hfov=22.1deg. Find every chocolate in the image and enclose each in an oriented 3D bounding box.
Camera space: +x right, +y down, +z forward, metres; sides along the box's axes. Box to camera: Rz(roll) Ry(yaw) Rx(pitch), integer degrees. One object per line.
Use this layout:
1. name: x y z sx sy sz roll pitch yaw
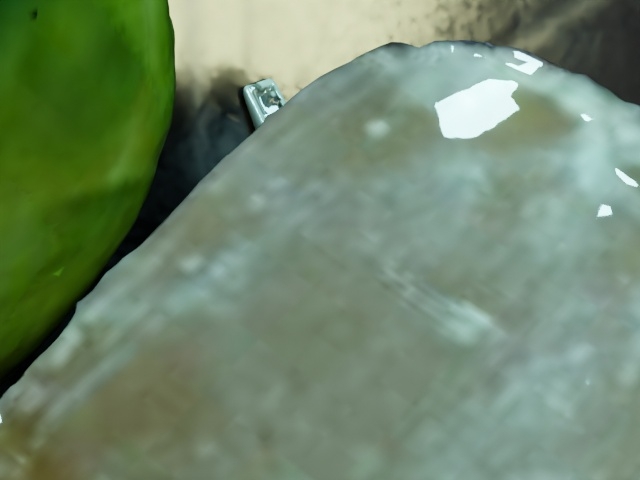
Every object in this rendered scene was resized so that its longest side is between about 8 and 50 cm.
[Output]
1. chocolate: 0.008 0.067 0.418 0.157 0.080 0.254 34 66 22

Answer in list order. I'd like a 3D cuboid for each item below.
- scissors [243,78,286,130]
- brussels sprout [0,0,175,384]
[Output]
1. scissors: 0.000 0.000 0.567 0.014 0.058 0.119 -20 84 -34
2. brussels sprout: -0.165 -0.079 0.420 0.271 0.210 0.219 35 104 -17
